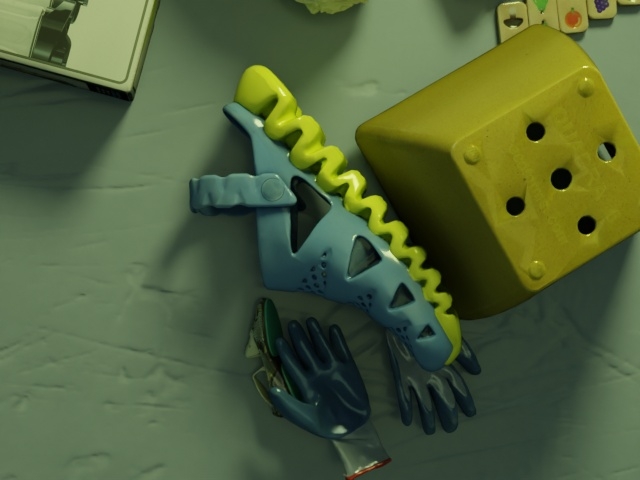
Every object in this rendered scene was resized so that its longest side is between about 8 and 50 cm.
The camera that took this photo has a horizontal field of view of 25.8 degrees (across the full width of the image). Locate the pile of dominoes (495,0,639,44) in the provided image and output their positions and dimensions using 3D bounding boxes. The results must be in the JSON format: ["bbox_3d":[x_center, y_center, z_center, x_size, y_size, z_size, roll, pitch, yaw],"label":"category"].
[{"bbox_3d":[0.243,-0.301,1.318,0.251,0.040,0.196,-27,92,-5],"label":"pile of dominoes"}]

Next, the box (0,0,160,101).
[{"bbox_3d":[-0.285,-0.243,1.236,0.290,0.087,0.169,16,88,-6],"label":"box"}]

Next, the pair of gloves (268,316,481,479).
[{"bbox_3d":[0.050,0.125,1.287,0.198,0.023,0.159,-25,88,-20],"label":"pair of gloves"}]

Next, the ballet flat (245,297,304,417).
[{"bbox_3d":[-0.048,0.111,1.288,0.041,0.041,0.114,-18,91,-6],"label":"ballet flat"}]

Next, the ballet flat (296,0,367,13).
[{"bbox_3d":[-0.086,-0.375,1.237,0.409,0.147,0.147,43,86,-4],"label":"ballet flat"}]

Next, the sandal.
[{"bbox_3d":[0.000,0.000,1.248,0.138,0.126,0.317,-42,79,-1],"label":"sandal"}]

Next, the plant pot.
[{"bbox_3d":[0.182,-0.057,1.228,0.212,0.187,0.212,-30,98,-4],"label":"plant pot"}]
